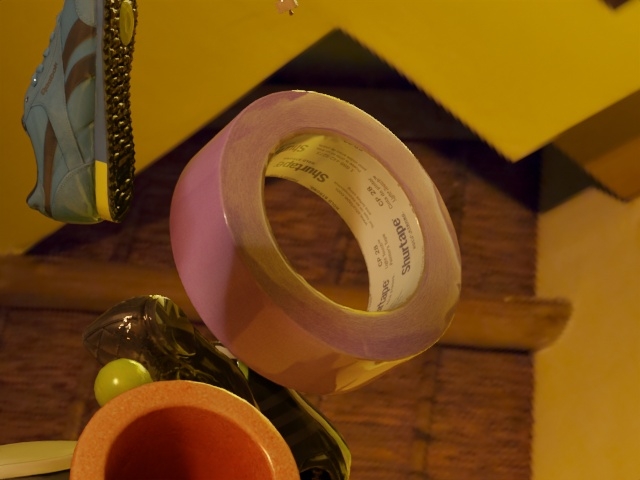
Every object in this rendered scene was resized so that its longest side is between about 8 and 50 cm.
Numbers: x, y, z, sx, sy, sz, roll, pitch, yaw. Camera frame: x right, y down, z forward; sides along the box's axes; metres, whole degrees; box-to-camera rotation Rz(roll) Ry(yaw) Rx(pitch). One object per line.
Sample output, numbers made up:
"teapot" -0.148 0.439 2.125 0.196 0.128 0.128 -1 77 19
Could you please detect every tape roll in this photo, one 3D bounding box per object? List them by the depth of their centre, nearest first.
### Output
"tape roll" 0.000 0.000 1.168 0.275 0.090 0.274 21 -128 -29

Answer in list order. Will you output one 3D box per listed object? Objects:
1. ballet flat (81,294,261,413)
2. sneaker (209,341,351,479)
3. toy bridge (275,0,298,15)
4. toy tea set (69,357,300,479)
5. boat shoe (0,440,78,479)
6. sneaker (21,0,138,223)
"ballet flat" -0.076 0.089 0.737 0.057 0.049 0.173 -87 -26 -44
"sneaker" -0.047 0.180 1.150 0.235 0.084 0.097 37 -152 -29
"toy bridge" -0.069 -0.366 1.546 0.063 0.026 0.188 -73 -37 -77
"toy tea set" -0.060 0.095 0.341 0.336 0.124 0.200 34 -132 5
"boat shoe" -0.285 0.231 1.026 0.319 0.116 0.099 -8 -88 -49
"sneaker" -0.170 -0.112 0.855 0.069 0.082 0.209 -51 -33 -71
